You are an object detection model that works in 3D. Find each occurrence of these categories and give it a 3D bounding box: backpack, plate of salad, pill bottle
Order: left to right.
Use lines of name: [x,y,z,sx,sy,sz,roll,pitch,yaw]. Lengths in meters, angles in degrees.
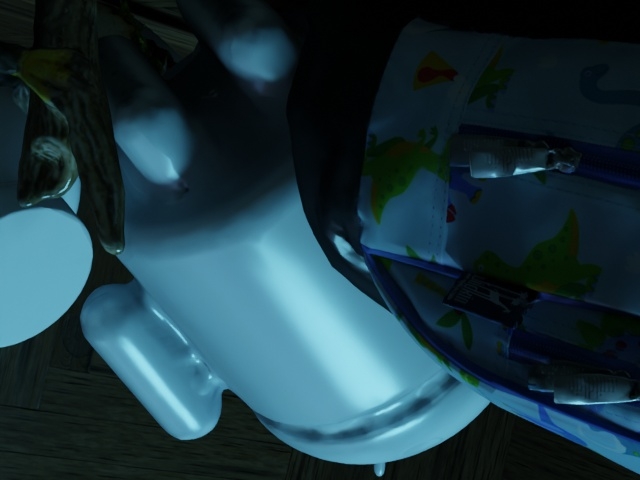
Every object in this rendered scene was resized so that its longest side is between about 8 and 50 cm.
pill bottle: [-0.234,-0.052,0.850,0.146,0.146,0.264,13,-156,-50]
plate of salad: [-0.116,-0.113,1.147,0.200,0.048,0.200,44,-159,-21]
backpack: [0.192,0.008,0.678,0.355,0.273,0.290,0,167,31]

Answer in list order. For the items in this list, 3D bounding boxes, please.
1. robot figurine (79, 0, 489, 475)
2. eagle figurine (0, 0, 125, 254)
robot figurine: [0.000,0.000,0.908,0.353,0.300,0.200,54,-178,-34]
eagle figurine: [-0.235,-0.111,0.605,0.298,0.225,0.226,2,-158,-19]
